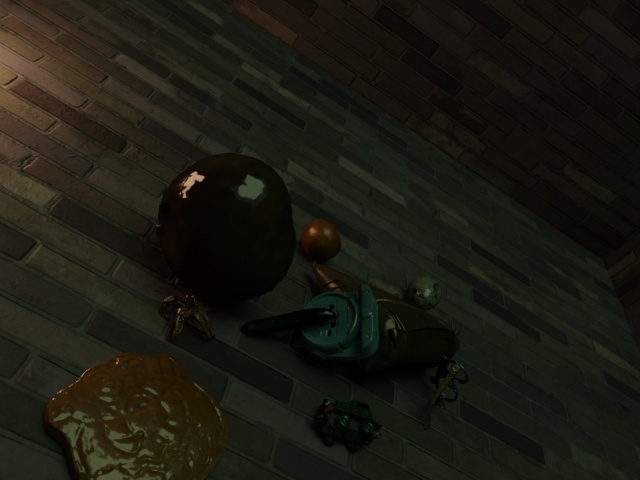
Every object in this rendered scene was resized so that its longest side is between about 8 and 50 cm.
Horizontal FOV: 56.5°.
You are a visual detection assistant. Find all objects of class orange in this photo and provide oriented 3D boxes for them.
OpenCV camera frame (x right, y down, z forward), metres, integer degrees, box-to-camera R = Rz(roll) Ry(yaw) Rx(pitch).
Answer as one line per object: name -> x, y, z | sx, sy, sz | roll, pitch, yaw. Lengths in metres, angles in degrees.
orange -> 0.000, 0.000, 2.177 | 0.136, 0.159, 0.158 | -26, 63, -10

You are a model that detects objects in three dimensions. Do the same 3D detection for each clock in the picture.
clock -> 0.039, 0.256, 1.818 | 0.094, 0.275, 0.223 | 65, 20, -50

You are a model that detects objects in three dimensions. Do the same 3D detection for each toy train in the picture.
toy train -> 0.075, 0.513, 1.698 | 0.228, 0.091, 0.136 | 24, 26, -20

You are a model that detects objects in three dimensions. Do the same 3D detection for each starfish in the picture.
starfish -> -0.347, 0.210, 1.662 | 0.190, 0.074, 0.146 | -5, 47, -49

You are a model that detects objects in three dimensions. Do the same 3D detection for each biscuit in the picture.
biscuit -> -0.401, 0.420, 1.370 | 0.365, 0.062, 0.385 | 49, 35, 15

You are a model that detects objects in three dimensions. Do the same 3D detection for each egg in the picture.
egg -> 0.402, 0.208, 2.317 | 0.132, 0.132, 0.172 | 41, 24, 2

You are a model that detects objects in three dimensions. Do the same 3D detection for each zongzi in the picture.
zongzi -> 0.254, 0.239, 2.082 | 0.500, 0.218, 0.466 | 9, 39, -41

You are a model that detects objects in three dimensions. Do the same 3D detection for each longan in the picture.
longan -> -0.273, -0.036, 1.706 | 0.405, 0.435, 0.403 | -6, 40, 5

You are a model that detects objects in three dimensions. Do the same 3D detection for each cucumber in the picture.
cucumber -> -0.092, 0.239, 1.772 | 0.285, 0.056, 0.056 | -9, 46, -2

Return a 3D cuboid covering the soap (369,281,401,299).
soap -> 0.281, 0.252, 2.241 | 0.252, 0.037, 0.092 | 32, 35, -11

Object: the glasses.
glasses -> 0.406, 0.509, 1.932 | 0.102, 0.239, 0.206 | 14, 53, 5
